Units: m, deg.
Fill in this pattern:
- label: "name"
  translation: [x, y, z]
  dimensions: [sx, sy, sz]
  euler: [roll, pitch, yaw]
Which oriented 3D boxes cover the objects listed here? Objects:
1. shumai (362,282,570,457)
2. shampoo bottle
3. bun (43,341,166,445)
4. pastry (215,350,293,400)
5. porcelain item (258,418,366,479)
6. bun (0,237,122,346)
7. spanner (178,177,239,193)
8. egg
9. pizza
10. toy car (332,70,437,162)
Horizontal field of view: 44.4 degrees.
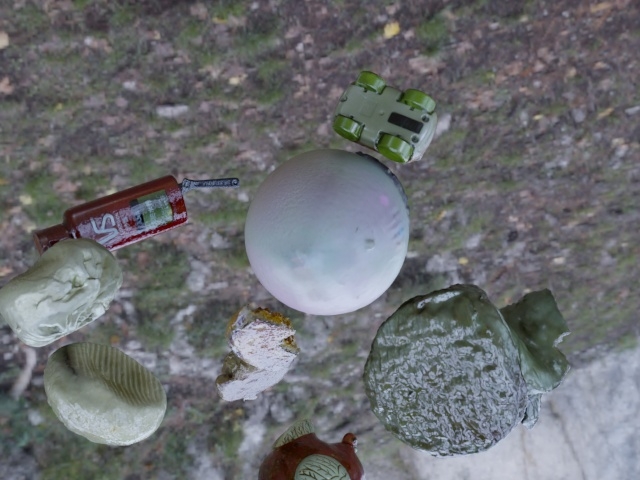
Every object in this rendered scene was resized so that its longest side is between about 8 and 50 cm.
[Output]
- label: "shumai"
  translation: [0.256, 0.197, 1.354]
  dimensions: [0.330, 0.292, 0.288]
  euler: [-36, 179, 40]
- label: "shampoo bottle"
  translation: [-0.433, -0.038, 1.638]
  dimensions: [0.314, 0.118, 0.076]
  euler: [-22, -154, -28]
- label: "bun"
  translation: [-0.376, 0.272, 1.339]
  dimensions: [0.222, 0.128, 0.222]
  euler: [29, -171, -5]
- label: "pastry"
  translation: [-0.171, 0.331, 2.048]
  dimensions: [0.228, 0.100, 0.218]
  euler: [-27, 153, -6]
- label: "porcelain item"
  translation: [-0.002, 0.510, 1.715]
  dimensions: [0.252, 0.253, 0.253]
  euler: [-8, 169, -2]
- label: "bun"
  translation: [-0.461, 0.101, 1.423]
  dimensions: [0.229, 0.145, 0.229]
  euler: [-43, 160, -20]
- label: "spanner"
  translation: [-0.322, -0.156, 2.199]
  dimensions: [0.208, 0.046, 0.012]
  euler: [-2, -169, 17]
- label: "egg"
  translation: [0.000, 0.000, 1.636]
  dimensions: [0.354, 0.355, 0.340]
  euler: [-12, -167, 18]
- label: "pizza"
  translation: [-0.131, 0.214, 1.773]
  dimensions: [0.161, 0.086, 0.305]
  euler: [-9, 148, 1]
- label: "toy car"
  translation: [0.145, -0.243, 1.720]
  dimensions: [0.235, 0.145, 0.235]
  euler: [27, 172, 4]
